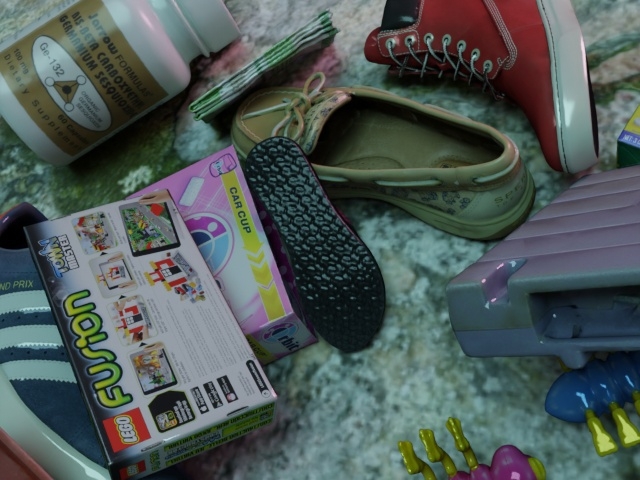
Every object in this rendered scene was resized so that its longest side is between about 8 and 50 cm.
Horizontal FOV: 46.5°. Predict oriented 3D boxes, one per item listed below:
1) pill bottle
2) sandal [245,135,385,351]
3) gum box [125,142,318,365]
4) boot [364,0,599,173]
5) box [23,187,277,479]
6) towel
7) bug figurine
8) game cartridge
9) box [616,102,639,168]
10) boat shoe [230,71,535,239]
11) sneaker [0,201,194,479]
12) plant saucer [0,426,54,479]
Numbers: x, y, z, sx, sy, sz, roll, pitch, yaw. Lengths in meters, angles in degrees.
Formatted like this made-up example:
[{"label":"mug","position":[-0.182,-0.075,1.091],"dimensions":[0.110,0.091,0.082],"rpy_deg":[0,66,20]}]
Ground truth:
[{"label":"pill bottle","position":[-0.201,-0.185,0.736],"dimensions":[0.229,0.131,0.131],"rpy_deg":[-33,56,1]},{"label":"sandal","position":[0.000,0.000,0.588],"dimensions":[0.067,0.040,0.179],"rpy_deg":[-27,84,9]},{"label":"gum box","position":[-0.087,0.017,0.622],"dimensions":[0.107,0.062,0.188],"rpy_deg":[-26,57,6]},{"label":"boot","position":[0.126,-0.139,0.617],"dimensions":[0.176,0.088,0.244],"rpy_deg":[-13,51,15]},{"label":"box","position":[-0.125,0.056,0.528],"dimensions":[0.114,0.036,0.207],"rpy_deg":[-18,54,-22]},{"label":"towel","position":[-0.050,-0.154,0.690],"dimensions":[0.152,0.113,0.023],"rpy_deg":[-34,96,2]},{"label":"bug figurine","position":[0.164,0.186,0.430],"dimensions":[0.216,0.072,0.279],"rpy_deg":[-23,62,15]},{"label":"game cartridge","position":[0.269,-0.011,0.369],"dimensions":[0.355,0.230,0.068],"rpy_deg":[-9,100,42]},{"label":"box","position":[0.313,-0.116,0.556],"dimensions":[0.105,0.043,0.179],"rpy_deg":[27,73,30]},{"label":"boat shoe","position":[0.037,-0.087,0.616],"dimensions":[0.285,0.089,0.104],"rpy_deg":[17,71,28]},{"label":"sneaker","position":[-0.189,0.078,0.590],"dimensions":[0.350,0.131,0.148],"rpy_deg":[34,76,29]},{"label":"plant saucer","position":[-0.232,0.260,0.473],"dimensions":[0.259,0.258,0.048],"rpy_deg":[-38,16,-3]}]
